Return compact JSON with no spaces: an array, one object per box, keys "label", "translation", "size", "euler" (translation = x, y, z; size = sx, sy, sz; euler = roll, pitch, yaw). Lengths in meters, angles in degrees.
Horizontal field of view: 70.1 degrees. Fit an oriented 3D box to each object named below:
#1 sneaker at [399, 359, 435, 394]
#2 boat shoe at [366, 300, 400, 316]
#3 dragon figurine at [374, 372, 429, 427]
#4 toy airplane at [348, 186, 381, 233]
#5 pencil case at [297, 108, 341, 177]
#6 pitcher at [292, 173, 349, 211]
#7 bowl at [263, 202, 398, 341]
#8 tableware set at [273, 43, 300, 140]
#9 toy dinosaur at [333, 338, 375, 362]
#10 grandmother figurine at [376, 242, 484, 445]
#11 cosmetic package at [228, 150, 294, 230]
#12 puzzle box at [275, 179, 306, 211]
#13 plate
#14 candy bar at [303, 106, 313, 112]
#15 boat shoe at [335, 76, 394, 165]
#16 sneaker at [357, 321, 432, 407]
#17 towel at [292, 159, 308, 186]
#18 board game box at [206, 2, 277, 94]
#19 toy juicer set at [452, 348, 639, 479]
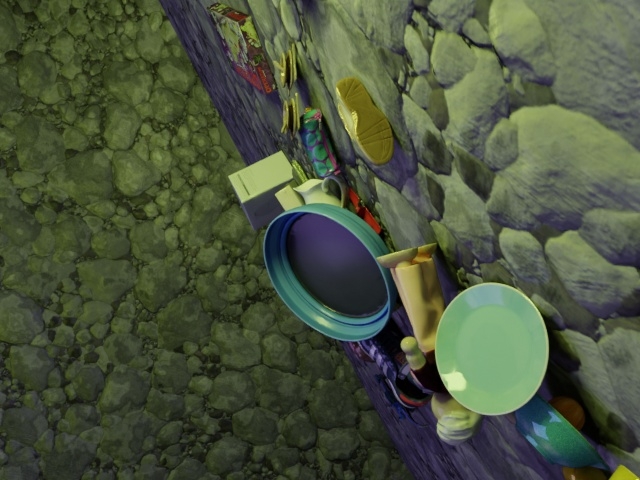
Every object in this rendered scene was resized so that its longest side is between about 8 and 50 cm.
[{"label":"sneaker","translation":[0.277,0.298,1.068],"size":[0.131,0.112,0.319],"euler":[40,167,17]},{"label":"boat shoe","translation":[0.125,0.093,1.305],"size":[0.285,0.089,0.104],"euler":[61,-166,18]},{"label":"dragon figurine","translation":[0.310,0.630,1.819],"size":[0.144,0.085,0.289],"euler":[65,171,-23]},{"label":"toy airplane","translation":[0.100,-0.059,1.125],"size":[0.151,0.028,0.151],"euler":[60,171,17]},{"label":"pencil case","translation":[-0.003,-0.226,1.074],"size":[0.070,0.064,0.152],"euler":[12,134,48]},{"label":"pitcher","translation":[0.031,-0.071,1.217],"size":[0.177,0.125,0.207],"euler":[-9,108,56]},{"label":"bowl","translation":[0.024,0.082,1.183],"size":[0.391,0.077,0.391],"euler":[21,130,28]},{"label":"tableware set","translation":[-0.081,-0.332,1.037],"size":[0.128,0.039,0.194],"euler":[180,86,-79]},{"label":"toy dinosaur","translation":[0.131,0.324,1.536],"size":[0.296,0.200,0.127],"euler":[58,170,17]},{"label":"grandmother figurine","translation":[0.204,0.181,0.804],"size":[0.104,0.207,0.343],"euler":[-22,80,54]},{"label":"cosmetic package","translation":[-0.201,-0.186,1.733],"size":[0.138,0.224,0.224],"euler":[60,170,24]},{"label":"puzzle box","translation":[0.000,0.000,1.437],"size":[0.409,0.052,0.272],"euler":[57,-174,-9]},{"label":"plate","translation":[0.247,0.156,0.666],"size":[0.024,0.188,0.188],"euler":[18,-163,-33]},{"label":"candy bar","translation":[-0.002,-0.255,1.127],"size":[0.162,0.018,0.040],"euler":[65,169,-26]},{"label":"boat shoe","translation":[0.076,-0.196,0.780],"size":[0.059,0.062,0.170],"euler":[87,162,-74]},{"label":"sneaker","translation":[0.224,0.341,1.379],"size":[0.350,0.131,0.148],"euler":[54,163,7]},{"label":"towel","translation":[-0.057,-0.195,1.556],"size":[0.148,0.027,0.110],"euler":[60,170,14]},{"label":"board game box","translation":[-0.241,-0.581,1.366],"size":[0.347,0.056,0.208],"euler":[49,169,50]},{"label":"toy juicer set","translation":[0.353,0.281,0.669],"size":[0.209,0.089,0.329],"euler":[45,-179,-36]}]
